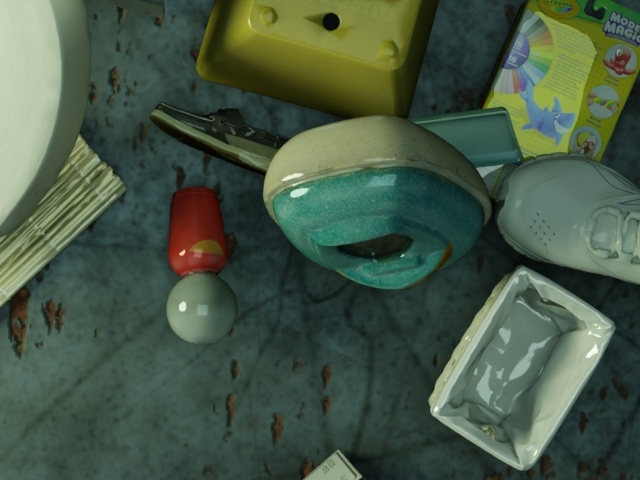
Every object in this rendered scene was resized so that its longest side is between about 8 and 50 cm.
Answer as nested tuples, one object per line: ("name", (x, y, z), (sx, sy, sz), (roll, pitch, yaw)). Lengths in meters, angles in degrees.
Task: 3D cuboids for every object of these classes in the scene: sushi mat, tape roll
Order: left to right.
("tape roll", (-0.395, -0.168, 1.560), (0.392, 0.072, 0.392), (3, 103, 15))
("sushi mat", (-0.347, 0.001, 1.663), (0.316, 0.019, 0.151), (-43, 94, -4))

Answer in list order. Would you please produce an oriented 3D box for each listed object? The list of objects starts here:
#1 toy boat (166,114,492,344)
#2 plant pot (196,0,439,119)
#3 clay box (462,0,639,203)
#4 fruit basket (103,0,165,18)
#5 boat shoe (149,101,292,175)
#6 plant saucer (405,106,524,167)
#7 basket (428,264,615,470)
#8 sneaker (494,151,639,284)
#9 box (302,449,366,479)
("toy boat", (0.000, 0.000, 1.604), (0.318, 0.267, 0.148), (-13, 70, 22))
("plant pot", (0.014, -0.234, 1.609), (0.212, 0.187, 0.212), (15, 88, -5))
("clay box", (0.224, -0.133, 1.693), (0.127, 0.053, 0.222), (24, 88, -4))
("fruit basket", (-0.218, -0.378, 1.529), (0.165, 0.327, 0.353), (-3, 93, 11))
("boat shoe", (-0.088, -0.103, 1.670), (0.152, 0.056, 0.049), (23, 83, -14))
("plant saucer", (0.093, -0.091, 1.651), (0.192, 0.018, 0.067), (-7, 135, 19))
("basket", (0.186, 0.120, 1.665), (0.113, 0.103, 0.167), (32, 87, -4))
("sneaker", (0.300, -0.006, 1.627), (0.297, 0.129, 0.111), (15, 94, -23))
("box", (-0.056, 0.329, 1.615), (0.290, 0.169, 0.087), (-40, 95, -5))
